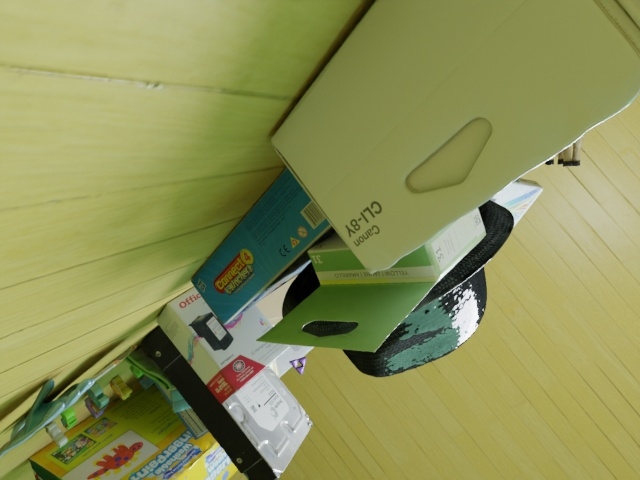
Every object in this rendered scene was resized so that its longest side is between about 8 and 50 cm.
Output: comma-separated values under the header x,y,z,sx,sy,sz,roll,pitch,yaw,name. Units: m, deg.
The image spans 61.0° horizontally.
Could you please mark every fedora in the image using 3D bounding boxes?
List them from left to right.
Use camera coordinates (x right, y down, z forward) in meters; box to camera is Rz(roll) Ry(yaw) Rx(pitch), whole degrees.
x,y,z,sx,sy,sz,roll,pitch,yaw,name
0.120,0.073,0.741,0.334,0.152,0.334,-24,-162,8,fedora

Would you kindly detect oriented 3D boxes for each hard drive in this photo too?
x,y,z,sx,sy,sz,roll,pitch,yaw,name
-0.165,0.281,1.051,0.064,0.339,0.237,-40,174,14,hard drive

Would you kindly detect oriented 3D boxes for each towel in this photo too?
x,y,z,sx,sy,sz,roll,pitch,yaw,name
-0.289,0.227,1.033,0.023,0.113,0.152,-63,169,8,towel

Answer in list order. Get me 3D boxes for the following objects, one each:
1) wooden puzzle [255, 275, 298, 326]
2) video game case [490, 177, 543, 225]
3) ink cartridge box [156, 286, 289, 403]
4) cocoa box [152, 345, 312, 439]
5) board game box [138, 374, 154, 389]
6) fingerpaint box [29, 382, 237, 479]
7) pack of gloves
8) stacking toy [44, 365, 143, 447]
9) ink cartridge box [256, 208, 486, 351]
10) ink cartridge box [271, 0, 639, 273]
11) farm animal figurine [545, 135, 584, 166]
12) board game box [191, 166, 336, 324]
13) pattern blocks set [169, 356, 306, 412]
x,y,z,sx,sy,sz,roll,pitch,yaw,name
-0.088,0.094,1.037,0.221,0.044,0.238,-5,133,-43,wooden puzzle
0.305,-0.015,1.229,0.300,0.036,0.329,5,129,-32,video game case
-0.159,0.151,0.882,0.127,0.175,0.072,-35,171,-42,ink cartridge box
-0.228,0.305,1.435,0.228,0.231,0.347,-41,175,36,cocoa box
-0.401,0.333,1.565,0.160,0.039,0.211,-42,175,33,board game box
-0.441,0.562,1.437,0.445,0.371,0.163,-33,128,-52,fingerpaint box
-0.398,0.234,0.778,0.232,0.046,0.195,-36,-173,8,pack of gloves
-0.435,0.306,1.048,0.167,0.052,0.221,-37,173,-41,stacking toy
0.052,0.029,0.593,0.171,0.056,0.235,-6,-160,45,ink cartridge box
0.179,-0.166,0.507,0.385,0.160,0.279,-35,175,-43,ink cartridge box
0.425,-0.256,1.209,0.330,0.172,0.327,4,-167,31,farm animal figurine
-0.001,-0.039,0.807,0.308,0.086,0.302,-43,174,41,board game box
-0.182,0.264,1.227,0.325,0.285,0.026,2,173,-26,pattern blocks set
